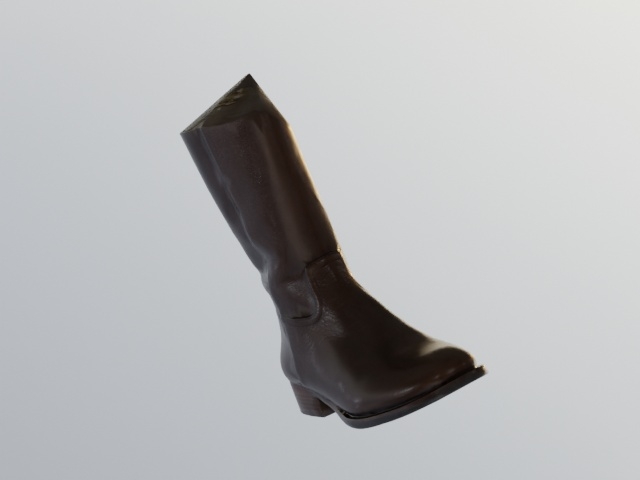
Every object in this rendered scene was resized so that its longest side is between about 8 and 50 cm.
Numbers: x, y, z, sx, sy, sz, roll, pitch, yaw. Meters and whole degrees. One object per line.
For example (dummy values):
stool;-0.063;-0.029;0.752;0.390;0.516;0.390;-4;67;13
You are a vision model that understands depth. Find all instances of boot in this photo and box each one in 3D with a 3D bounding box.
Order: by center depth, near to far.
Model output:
boot;0.000;0.000;0.558;0.037;0.114;0.106;-24;-173;-31
